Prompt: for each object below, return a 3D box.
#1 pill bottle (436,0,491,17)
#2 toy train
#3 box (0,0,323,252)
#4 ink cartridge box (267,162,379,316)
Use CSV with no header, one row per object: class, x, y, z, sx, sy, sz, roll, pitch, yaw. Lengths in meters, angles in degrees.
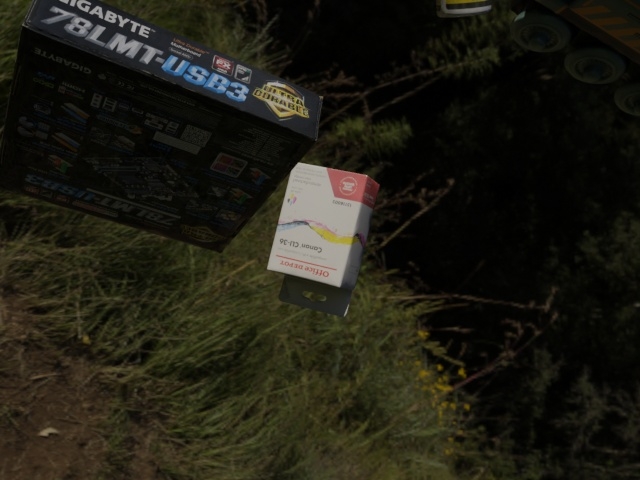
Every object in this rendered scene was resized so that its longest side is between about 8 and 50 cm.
pill bottle,0.303,-0.590,1.498,0.119,0.119,0.208,-33,124,-48
toy train,0.388,-0.275,0.860,0.334,0.190,0.142,26,73,-15
box,-0.193,-0.109,0.784,0.296,0.293,0.073,18,59,-20
ink cartridge box,0.000,0.000,0.987,0.067,0.115,0.198,19,83,-68
